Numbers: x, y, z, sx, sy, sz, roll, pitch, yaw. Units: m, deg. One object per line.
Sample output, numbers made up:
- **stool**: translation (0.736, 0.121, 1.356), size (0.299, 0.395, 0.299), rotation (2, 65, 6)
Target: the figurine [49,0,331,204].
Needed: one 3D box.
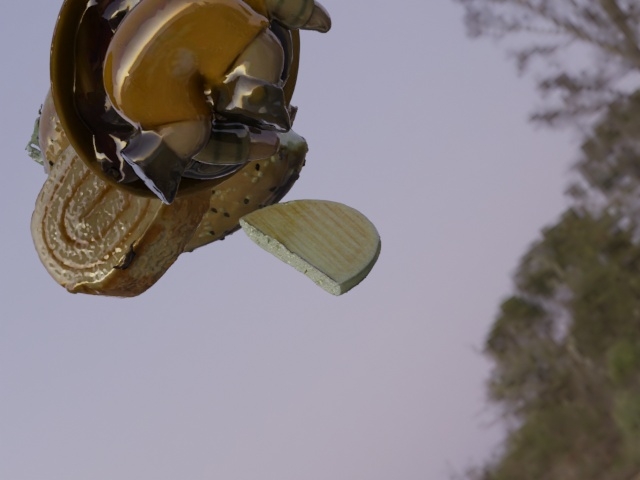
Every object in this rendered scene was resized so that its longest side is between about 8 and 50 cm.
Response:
- **figurine**: translation (-0.089, -0.120, 1.094), size (0.192, 0.167, 0.257), rotation (-53, 7, -2)

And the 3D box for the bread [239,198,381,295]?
- **bread**: translation (0.005, 0.000, 1.963), size (0.112, 0.193, 0.036), rotation (-29, -48, -28)

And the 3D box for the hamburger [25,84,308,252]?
- **hamburger**: translation (-0.193, -0.125, 2.088), size (0.318, 0.195, 0.277), rotation (22, -54, -18)

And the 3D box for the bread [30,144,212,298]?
- **bread**: translation (-0.169, -0.025, 1.381), size (0.149, 0.122, 0.073), rotation (-52, -26, 17)
